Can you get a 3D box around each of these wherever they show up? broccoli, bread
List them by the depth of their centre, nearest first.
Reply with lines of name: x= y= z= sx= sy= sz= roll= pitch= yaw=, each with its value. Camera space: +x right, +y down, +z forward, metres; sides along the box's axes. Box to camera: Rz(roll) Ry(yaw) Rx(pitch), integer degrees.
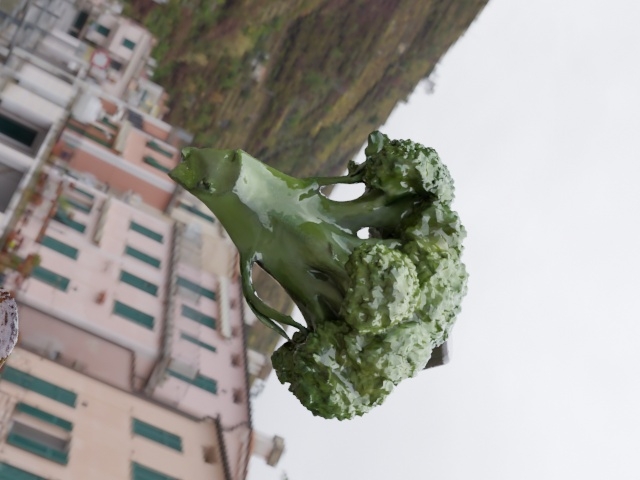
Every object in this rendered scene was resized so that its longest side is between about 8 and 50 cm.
bread: x=-0.272 y=0.065 z=0.739 sx=0.053 sy=0.085 sz=0.085 roll=-47 pitch=-157 yaw=38
broccoli: x=0.033 y=0.006 z=0.944 sx=0.254 sy=0.302 sz=0.186 roll=-28 pitch=-164 yaw=-7

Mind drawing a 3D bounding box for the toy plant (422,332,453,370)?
toy plant: x=0.098 y=0.154 z=1.457 sx=0.143 sy=0.200 sz=0.105 roll=-67 pitch=152 yaw=-59
